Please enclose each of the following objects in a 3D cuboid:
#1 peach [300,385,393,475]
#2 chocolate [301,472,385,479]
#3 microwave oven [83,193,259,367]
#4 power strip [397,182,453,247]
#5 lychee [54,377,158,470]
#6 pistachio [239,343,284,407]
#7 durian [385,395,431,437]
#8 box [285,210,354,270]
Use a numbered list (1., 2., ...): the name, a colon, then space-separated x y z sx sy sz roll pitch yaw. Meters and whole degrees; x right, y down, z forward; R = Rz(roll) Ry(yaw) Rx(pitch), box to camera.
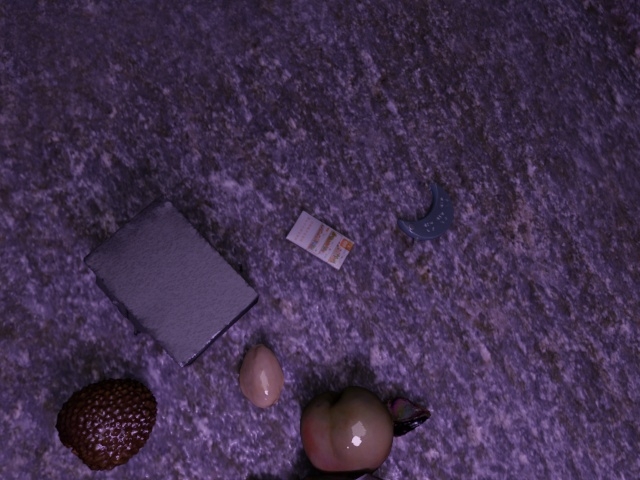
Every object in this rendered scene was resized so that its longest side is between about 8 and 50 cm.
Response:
1. peach: 0.083 0.600 1.449 0.292 0.247 0.292 0 87 1
2. chocolate: 0.052 0.873 1.311 0.326 0.297 0.314 -8 119 8
3. microwave oven: -0.458 0.138 1.477 0.374 0.236 0.432 -44 87 -13
4. power strip: 0.400 -0.083 1.746 0.167 0.054 0.253 40 75 2
5. lychee: -0.614 0.524 1.373 0.267 0.267 0.267 2 78 -8
6. pistachio: -0.194 0.439 1.513 0.145 0.117 0.200 -15 80 -6
7. durian: 0.268 0.583 1.574 0.186 0.119 0.108 1 38 -33
8. box: 0.000 0.000 1.679 0.220 0.032 0.122 32 75 0
